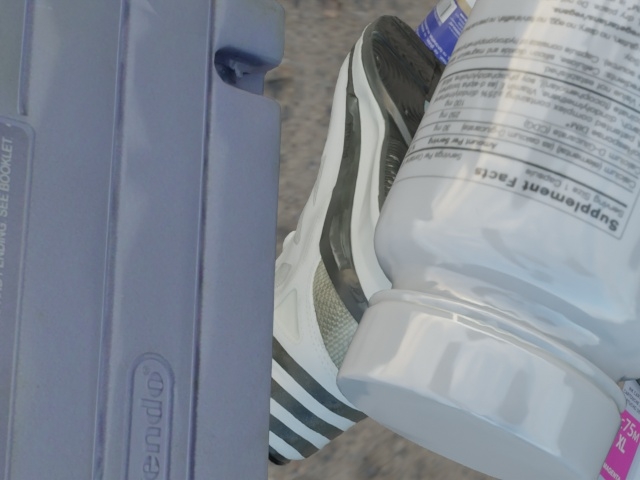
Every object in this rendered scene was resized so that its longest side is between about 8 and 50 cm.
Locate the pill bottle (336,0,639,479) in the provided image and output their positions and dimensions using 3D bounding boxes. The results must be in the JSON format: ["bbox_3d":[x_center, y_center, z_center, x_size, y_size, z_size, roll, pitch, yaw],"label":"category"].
[{"bbox_3d":[0.124,-0.029,0.864,0.160,0.160,0.283,21,75,16],"label":"pill bottle"}]

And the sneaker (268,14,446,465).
[{"bbox_3d":[-0.001,0.000,1.310,0.257,0.447,0.169,-38,109,22],"label":"sneaker"}]

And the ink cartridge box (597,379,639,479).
[{"bbox_3d":[0.333,0.061,1.266,0.185,0.065,0.311,10,109,-23],"label":"ink cartridge box"}]

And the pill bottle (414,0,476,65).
[{"bbox_3d":[0.124,-0.158,1.674,0.112,0.112,0.187,46,117,9],"label":"pill bottle"}]

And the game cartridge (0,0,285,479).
[{"bbox_3d":[-0.117,0.066,0.532,0.068,0.230,0.355,-16,67,50],"label":"game cartridge"}]
